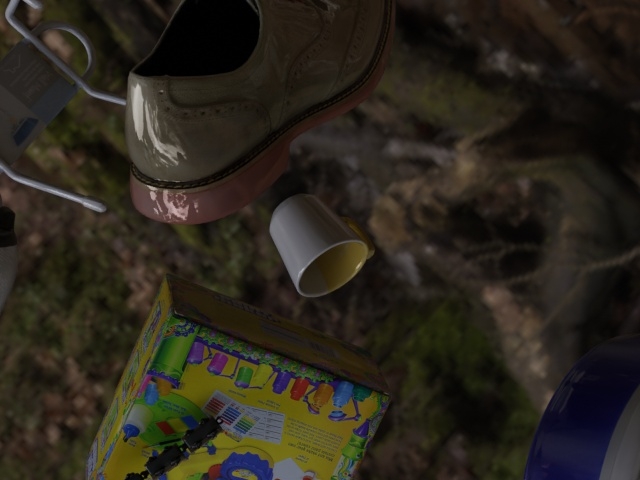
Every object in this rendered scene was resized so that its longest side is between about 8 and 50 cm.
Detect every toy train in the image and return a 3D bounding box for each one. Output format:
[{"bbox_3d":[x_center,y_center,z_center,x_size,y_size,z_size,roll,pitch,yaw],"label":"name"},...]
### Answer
[{"bbox_3d":[-0.178,0.257,1.818,0.027,0.158,0.036,52,173,19],"label":"toy train"}]

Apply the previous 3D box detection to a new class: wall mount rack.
[{"bbox_3d":[-0.390,-0.188,2.261,0.304,0.350,0.130,40,146,-8],"label":"wall mount rack"}]

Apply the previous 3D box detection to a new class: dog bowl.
[{"bbox_3d":[0.282,0.207,1.245,0.104,0.265,0.265,5,136,48],"label":"dog bowl"}]

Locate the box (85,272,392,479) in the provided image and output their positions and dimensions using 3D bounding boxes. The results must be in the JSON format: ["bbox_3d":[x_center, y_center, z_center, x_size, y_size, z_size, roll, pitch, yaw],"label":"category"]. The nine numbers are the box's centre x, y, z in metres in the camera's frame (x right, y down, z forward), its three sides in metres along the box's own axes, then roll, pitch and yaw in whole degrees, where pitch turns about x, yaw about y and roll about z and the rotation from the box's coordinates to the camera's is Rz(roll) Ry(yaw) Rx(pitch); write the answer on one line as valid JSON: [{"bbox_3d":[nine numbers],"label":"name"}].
[{"bbox_3d":[-0.109,0.235,1.945,0.290,0.279,0.177,22,-170,-14],"label":"box"}]

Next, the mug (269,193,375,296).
[{"bbox_3d":[-0.004,0.002,1.179,0.064,0.062,0.078,54,-173,29],"label":"mug"}]

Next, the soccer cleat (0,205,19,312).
[{"bbox_3d":[-0.384,0.006,1.360,0.116,0.143,0.331,6,-169,-44],"label":"soccer cleat"}]

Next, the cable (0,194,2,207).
[{"bbox_3d":[-0.524,-0.024,1.956,0.257,0.257,0.089,29,155,51],"label":"cable"}]

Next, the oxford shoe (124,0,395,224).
[{"bbox_3d":[-0.039,-0.175,1.353,0.140,0.397,0.146,8,128,22],"label":"oxford shoe"}]
